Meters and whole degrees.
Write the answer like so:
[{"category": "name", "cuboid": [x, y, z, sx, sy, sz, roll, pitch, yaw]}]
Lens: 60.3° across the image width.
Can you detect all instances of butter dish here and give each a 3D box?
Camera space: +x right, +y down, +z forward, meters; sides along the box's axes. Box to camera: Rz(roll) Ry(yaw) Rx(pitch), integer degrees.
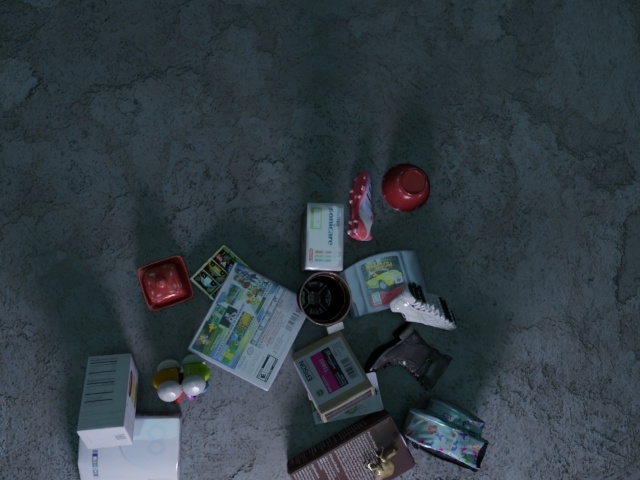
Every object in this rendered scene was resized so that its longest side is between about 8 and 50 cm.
[{"category": "butter dish", "cuboid": [-0.517, 0.139, 1.812, 0.160, 0.118, 0.160, -18, 88, -8]}]

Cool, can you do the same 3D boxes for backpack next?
[{"category": "backpack", "cuboid": [0.403, 0.627, 1.816, 0.253, 0.225, 0.191, 18, 81, -7]}]

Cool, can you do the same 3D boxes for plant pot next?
[{"category": "plant pot", "cuboid": [-0.001, 0.185, 1.775, 0.167, 0.165, 0.167, 1, 85, -13]}]

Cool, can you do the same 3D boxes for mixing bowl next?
[{"category": "mixing bowl", "cuboid": [0.314, -0.197, 1.952, 0.181, 0.098, 0.181, 1, 83, -6]}]

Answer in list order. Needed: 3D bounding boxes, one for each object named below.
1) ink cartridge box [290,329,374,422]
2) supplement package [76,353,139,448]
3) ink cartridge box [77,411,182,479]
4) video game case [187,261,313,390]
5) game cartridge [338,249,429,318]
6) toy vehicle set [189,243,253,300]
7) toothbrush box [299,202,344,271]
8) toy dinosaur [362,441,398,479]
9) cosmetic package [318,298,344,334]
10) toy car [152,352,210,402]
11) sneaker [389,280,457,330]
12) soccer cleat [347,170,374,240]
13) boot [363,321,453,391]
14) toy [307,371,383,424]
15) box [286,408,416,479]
[{"category": "ink cartridge box", "cuboid": [0.037, 0.441, 1.812, 0.193, 0.088, 0.235, -27, 57, -10]}, {"category": "supplement package", "cuboid": [-0.647, 0.491, 1.697, 0.133, 0.139, 0.244, -3, 50, -8]}, {"category": "ink cartridge box", "cuboid": [-0.608, 0.749, 1.757, 0.308, 0.091, 0.385, 2, 83, -6]}, {"category": "video game case", "cuboid": [-0.229, 0.282, 1.830, 0.300, 0.036, 0.329, 28, 80, -4]}, {"category": "game cartridge", "cuboid": [0.220, 0.141, 1.932, 0.294, 0.060, 0.196, -16, 82, -8]}, {"category": "toy vehicle set", "cuboid": [-0.288, 0.161, 1.878, 0.267, 0.035, 0.166, 43, 81, -1]}, {"category": "toothbrush box", "cuboid": [0.000, 0.000, 1.803, 0.122, 0.283, 0.206, 2, 85, -7]}, {"category": "toy dinosaur", "cuboid": [0.185, 0.718, 1.733, 0.092, 0.053, 0.183, 27, 82, -5]}, {"category": "cosmetic package", "cuboid": [0.032, 0.256, 1.870, 0.060, 0.041, 0.115, -21, 46, -9]}, {"category": "toy car", "cuboid": [-0.444, 0.463, 1.789, 0.182, 0.159, 0.136, -12, 120, -8]}, {"category": "sneaker", "cuboid": [0.355, 0.240, 1.892, 0.292, 0.110, 0.118, 32, 122, -30]}, {"category": "soccer cleat", "cuboid": [0.153, -0.121, 1.945, 0.095, 0.083, 0.248, 16, 76, -34]}, {"category": "boot", "cuboid": [0.305, 0.433, 1.896, 0.263, 0.091, 0.229, -43, 96, -4]}, {"category": "toy", "cuboid": [0.082, 0.529, 1.873, 0.237, 0.056, 0.137, -13, 97, -2]}, {"category": "box", "cuboid": [0.097, 0.734, 1.817, 0.381, 0.143, 0.191, -26, 88, -7]}]
